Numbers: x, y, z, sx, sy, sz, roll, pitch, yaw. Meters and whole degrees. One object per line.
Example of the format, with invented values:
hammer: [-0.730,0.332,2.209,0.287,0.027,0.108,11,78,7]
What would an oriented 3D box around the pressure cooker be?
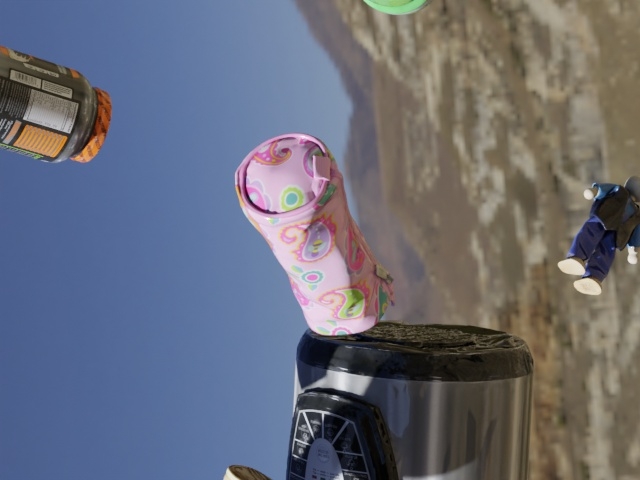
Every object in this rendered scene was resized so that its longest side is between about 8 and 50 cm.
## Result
pressure cooker: [0.137,0.342,2.187,0.370,0.375,0.420,-85,-2,-85]

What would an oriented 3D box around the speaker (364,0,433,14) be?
speaker: [0.070,-0.365,1.768,0.296,0.131,0.131,23,-119,-72]

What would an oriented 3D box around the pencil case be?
pencil case: [0.000,0.000,1.662,0.284,0.124,0.124,61,-158,-52]

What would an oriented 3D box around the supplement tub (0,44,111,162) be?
supplement tub: [-0.349,-0.160,1.708,0.117,0.190,0.117,-29,54,47]

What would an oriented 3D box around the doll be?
doll: [0.387,-0.014,1.935,0.129,0.046,0.189,48,-120,-21]

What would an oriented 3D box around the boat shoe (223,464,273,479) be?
boat shoe: [-0.060,0.286,1.589,0.135,0.045,0.050,34,-173,-38]
